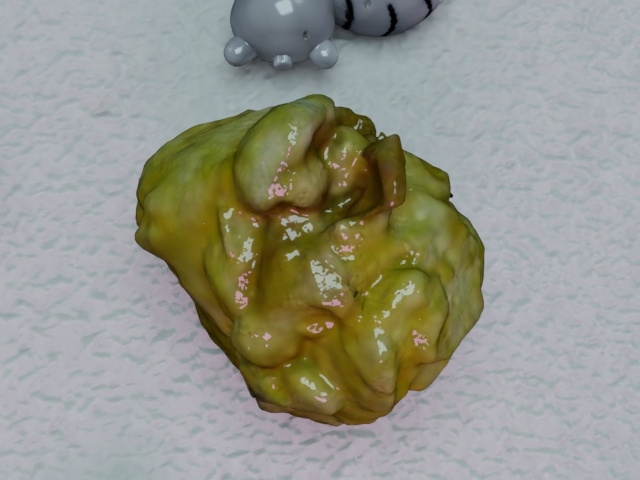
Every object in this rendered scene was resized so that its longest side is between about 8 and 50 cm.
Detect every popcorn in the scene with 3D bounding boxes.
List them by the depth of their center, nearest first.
[{"bbox_3d":[0.000,0.000,0.885,0.192,0.266,0.233,-37,72,-25],"label":"popcorn"}]

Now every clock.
[{"bbox_3d":[0.013,-0.183,1.026,0.176,0.080,0.117,-3,75,-5],"label":"clock"}]
